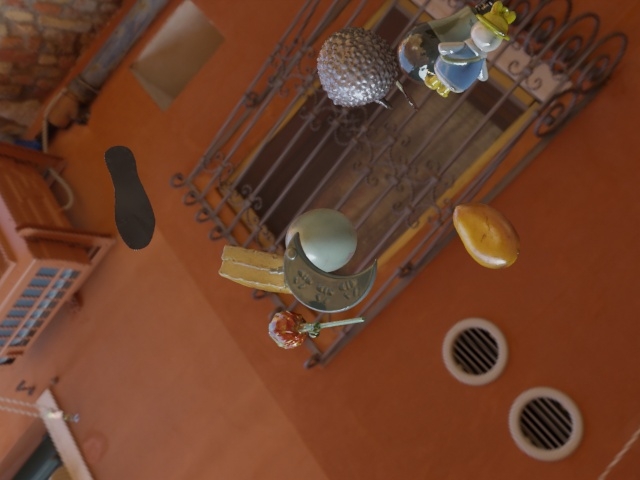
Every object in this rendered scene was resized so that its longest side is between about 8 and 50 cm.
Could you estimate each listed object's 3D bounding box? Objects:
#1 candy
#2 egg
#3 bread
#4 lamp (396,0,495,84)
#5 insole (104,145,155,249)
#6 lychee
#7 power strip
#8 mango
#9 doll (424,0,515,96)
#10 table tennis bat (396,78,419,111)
[{"bbox_3d":[-0.005,0.176,1.317,0.084,0.287,0.078,26,-116,-33],"label":"candy"},{"bbox_3d":[0.000,0.000,1.813,0.183,0.183,0.264,47,-158,19],"label":"egg"},{"bbox_3d":[-0.152,0.104,2.005,0.239,0.111,0.246,10,171,24],"label":"bread"},{"bbox_3d":[0.380,-0.574,1.892,0.182,0.313,0.182,-19,-90,-82],"label":"lamp"},{"bbox_3d":[-0.428,-0.099,1.443,0.005,0.086,0.253,133,123,-66],"label":"insole"},{"bbox_3d":[0.082,-0.343,1.325,0.197,0.165,0.165,59,-173,-24],"label":"lychee"},{"bbox_3d":[0.001,0.083,1.531,0.253,0.168,0.054,17,-178,10],"label":"power strip"},{"bbox_3d":[0.455,-0.019,1.772,0.219,0.145,0.112,47,-152,1],"label":"mango"},{"bbox_3d":[0.343,-0.427,1.457,0.135,0.241,0.099,41,-152,1],"label":"doll"},{"bbox_3d":[0.247,-0.432,1.874,0.158,0.014,0.095,36,-151,-49],"label":"table tennis bat"}]
